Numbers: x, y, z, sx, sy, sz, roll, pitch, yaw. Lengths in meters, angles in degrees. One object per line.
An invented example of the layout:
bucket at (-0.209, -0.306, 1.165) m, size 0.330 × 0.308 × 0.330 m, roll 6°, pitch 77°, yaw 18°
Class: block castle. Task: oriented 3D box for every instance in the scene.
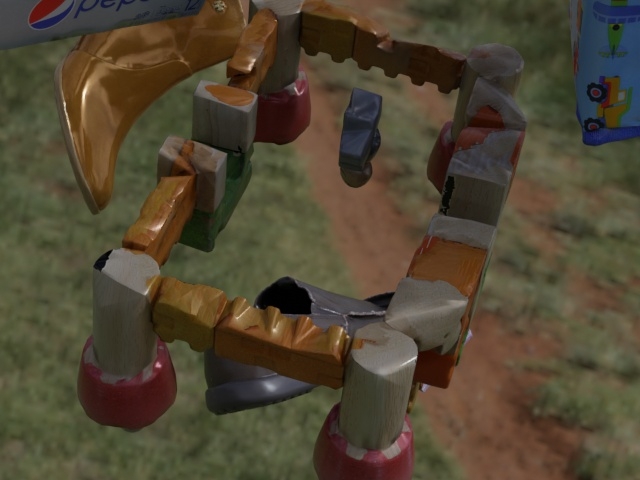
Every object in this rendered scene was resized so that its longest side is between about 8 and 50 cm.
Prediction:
block castle at (0.000, 0.000, 1.511) m, size 0.303 × 0.213 × 0.453 m, roll 16°, pitch 47°, yaw 8°

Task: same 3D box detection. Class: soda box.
soda box at (-0.222, -0.244, 1.503) m, size 0.286 × 0.091 × 0.098 m, roll -17°, pitch 62°, yaw -42°

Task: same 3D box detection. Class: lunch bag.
lunch bag at (0.254, -0.247, 1.372) m, size 0.138 × 0.221 × 0.293 m, roll -2°, pitch 36°, yaw -6°

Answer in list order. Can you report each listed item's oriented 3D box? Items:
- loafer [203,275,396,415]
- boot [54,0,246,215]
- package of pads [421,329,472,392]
loafer at (-0.002, 0.098, 1.960) m, size 0.134 × 0.130 × 0.366 m, roll -14°, pitch 1°, yaw 34°
boot at (-0.175, -0.180, 1.797) m, size 0.211 × 0.104 × 0.295 m, roll -10°, pitch 69°, yaw -3°
package of pads at (0.110, 0.110, 1.732) m, size 0.050 × 0.083 × 0.032 m, roll 34°, pitch -15°, yaw 30°
